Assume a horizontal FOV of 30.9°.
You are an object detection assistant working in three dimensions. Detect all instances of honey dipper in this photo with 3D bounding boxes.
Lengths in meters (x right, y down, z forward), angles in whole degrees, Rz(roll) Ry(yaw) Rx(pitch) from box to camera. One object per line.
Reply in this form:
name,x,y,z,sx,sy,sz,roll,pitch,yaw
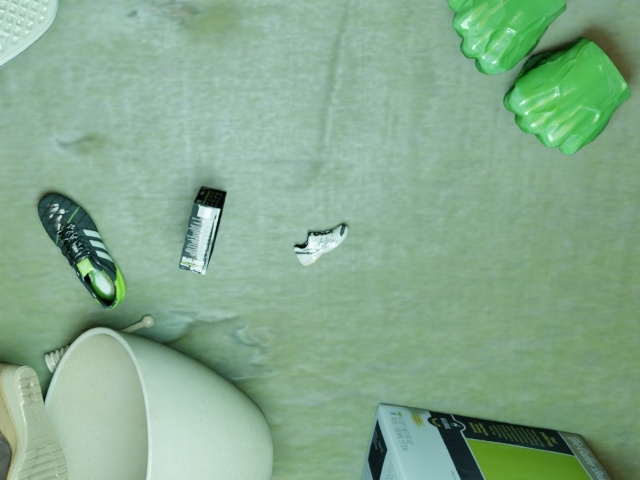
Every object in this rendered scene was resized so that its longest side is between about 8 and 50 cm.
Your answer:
honey dipper,-0.308,0.142,1.629,0.160,0.030,0.030,-23,105,0

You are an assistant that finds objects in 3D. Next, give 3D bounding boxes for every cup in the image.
cup,-0.206,0.290,1.556,0.236,0.331,0.331,8,106,-37

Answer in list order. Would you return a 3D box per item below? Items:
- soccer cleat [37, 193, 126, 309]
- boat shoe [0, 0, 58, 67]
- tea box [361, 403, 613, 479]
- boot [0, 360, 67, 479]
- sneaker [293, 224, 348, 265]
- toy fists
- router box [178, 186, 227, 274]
soccer cleat,-0.322,0.015,1.572,0.060,0.072,0.179,-32,104,4
boat shoe,-0.570,-0.237,1.453,0.500,0.156,0.187,-27,100,-9
tea box,0.231,0.401,1.582,0.323,0.329,0.220,9,103,-6
boot,-0.437,0.291,1.558,0.206,0.090,0.249,-16,77,41
sneaker,0.000,0.000,1.615,0.083,0.032,0.037,-36,104,5
toy fists,0.280,-0.243,1.545,0.142,0.096,0.279,-40,102,-4
router box,-0.157,-0.015,1.552,0.038,0.122,0.092,13,102,-3
